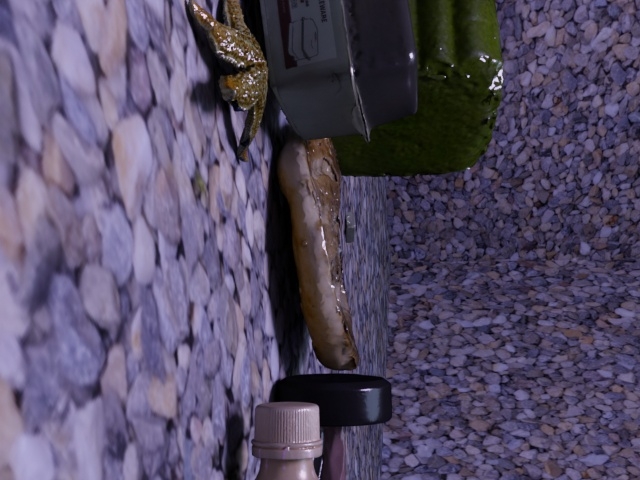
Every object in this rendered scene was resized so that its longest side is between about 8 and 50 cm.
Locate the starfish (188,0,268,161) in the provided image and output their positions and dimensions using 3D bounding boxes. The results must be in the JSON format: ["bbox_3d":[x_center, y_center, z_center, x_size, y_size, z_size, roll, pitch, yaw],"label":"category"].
[{"bbox_3d":[-0.081,-0.183,0.702,0.208,0.053,0.176,70,10,-81],"label":"starfish"}]

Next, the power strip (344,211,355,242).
[{"bbox_3d":[0.047,-0.020,1.136,0.083,0.017,0.027,84,1,-69],"label":"power strip"}]

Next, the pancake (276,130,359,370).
[{"bbox_3d":[0.000,0.001,1.044,0.387,0.082,0.387,-7,90,-86],"label":"pancake"}]

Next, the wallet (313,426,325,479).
[{"bbox_3d":[-0.010,0.390,1.069,0.169,0.052,0.245,73,20,-49],"label":"wallet"}]

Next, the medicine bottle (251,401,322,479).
[{"bbox_3d":[-0.034,0.291,0.703,0.114,0.114,0.253,40,48,-78],"label":"medicine bottle"}]

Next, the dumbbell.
[{"bbox_3d":[0.019,0.287,0.913,0.152,0.152,0.218,35,54,-79],"label":"dumbbell"}]

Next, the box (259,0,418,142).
[{"bbox_3d":[0.020,-0.275,0.854,0.220,0.166,0.291,56,26,-76],"label":"box"}]

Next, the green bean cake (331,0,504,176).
[{"bbox_3d":[0.131,-0.270,1.191,0.335,0.318,0.218,81,8,-60],"label":"green bean cake"}]
